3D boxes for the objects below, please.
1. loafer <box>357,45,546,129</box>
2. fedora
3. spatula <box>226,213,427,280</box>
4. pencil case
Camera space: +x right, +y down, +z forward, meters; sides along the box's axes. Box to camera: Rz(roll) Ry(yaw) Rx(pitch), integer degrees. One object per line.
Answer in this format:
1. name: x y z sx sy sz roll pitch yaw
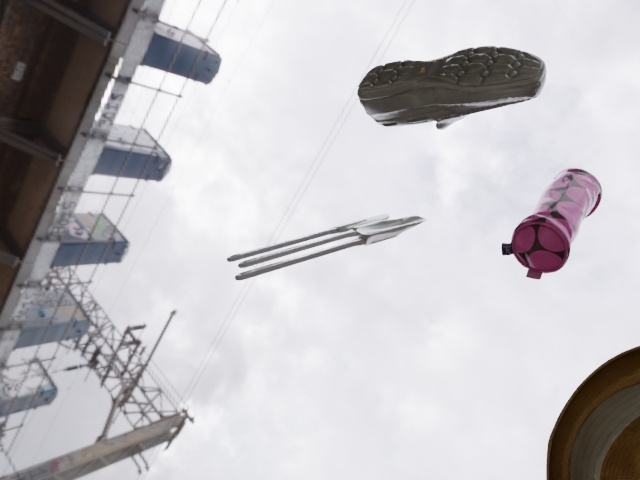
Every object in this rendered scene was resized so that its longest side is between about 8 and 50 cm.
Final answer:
1. loafer: 0.212 -0.243 0.915 0.320 0.111 0.112 8 -124 40
2. fedora: 0.255 0.164 0.376 0.195 0.079 0.194 0 -88 -10
3. spatula: 0.000 0.000 0.715 0.242 0.168 0.019 -15 -78 -10
4. pencil case: 0.361 -0.030 0.843 0.095 0.209 0.098 12 -55 38
